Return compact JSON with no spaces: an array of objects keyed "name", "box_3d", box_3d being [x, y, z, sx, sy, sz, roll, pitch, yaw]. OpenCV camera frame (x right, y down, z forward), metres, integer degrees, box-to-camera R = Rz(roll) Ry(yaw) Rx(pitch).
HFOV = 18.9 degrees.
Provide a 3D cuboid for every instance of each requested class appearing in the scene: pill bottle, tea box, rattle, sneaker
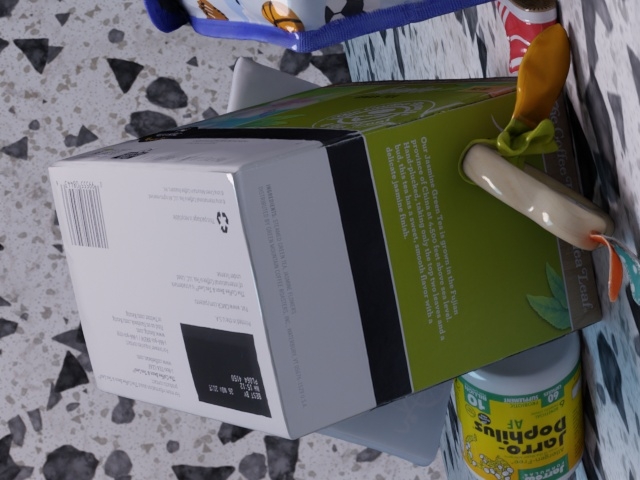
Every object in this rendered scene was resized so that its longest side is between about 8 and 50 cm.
[{"name":"pill bottle","box_3d":[0.184,0.160,1.765,0.117,0.118,0.208,-105,5,-48]},{"name":"tea box","box_3d":[0.000,0.000,1.618,0.329,0.323,0.220,5,109,56]},{"name":"rattle","box_3d":[0.202,-0.054,1.417,0.130,0.143,0.200,43,179,-30]},{"name":"sneaker","box_3d":[0.163,-0.173,1.550,0.118,0.042,0.067,-113,15,-65]}]

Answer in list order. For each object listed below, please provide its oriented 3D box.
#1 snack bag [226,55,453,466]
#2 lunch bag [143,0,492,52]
[{"name":"snack bag","box_3d":[0.019,0.029,1.854,0.037,0.323,0.342,-7,69,57]},{"name":"lunch bag","box_3d":[-0.045,-0.333,1.549,0.385,0.239,0.327,-154,52,-64]}]
